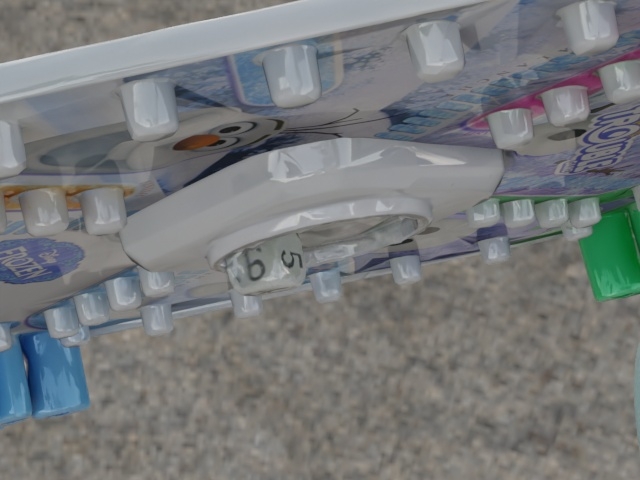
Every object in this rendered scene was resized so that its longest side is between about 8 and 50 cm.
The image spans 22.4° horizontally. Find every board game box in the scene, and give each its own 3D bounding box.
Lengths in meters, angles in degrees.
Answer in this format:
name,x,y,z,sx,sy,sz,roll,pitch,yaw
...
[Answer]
name,x,y,z,sx,sy,sz,roll,pitch,yaw
board game box,0.000,0.000,0.583,0.390,0.390,0.050,-12,79,-1

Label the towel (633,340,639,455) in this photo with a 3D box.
name,x,y,z,sx,sy,sz,roll,pitch,yaw
towel,0.286,0.121,0.871,0.090,0.320,0.374,9,56,-15
